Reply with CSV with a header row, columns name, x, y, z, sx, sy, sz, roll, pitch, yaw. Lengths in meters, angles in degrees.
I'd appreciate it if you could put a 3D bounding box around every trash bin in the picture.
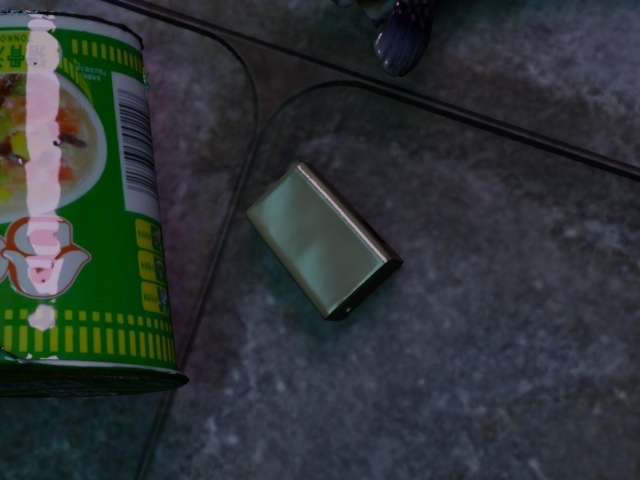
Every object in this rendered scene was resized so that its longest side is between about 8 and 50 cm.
name,x,y,z,sx,sy,sz,roll,pitch,yaw
trash bin,0.000,0.000,1.143,0.061,0.043,0.092,-44,78,10

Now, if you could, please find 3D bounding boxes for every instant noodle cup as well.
name,x,y,z,sx,sy,sz,roll,pitch,yaw
instant noodle cup,-0.185,-0.021,1.122,0.207,0.207,0.233,-2,80,14

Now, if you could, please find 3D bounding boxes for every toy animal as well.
name,x,y,z,sx,sy,sz,roll,pitch,yaw
toy animal,0.054,-0.212,1.097,0.160,0.272,0.197,-55,39,24
